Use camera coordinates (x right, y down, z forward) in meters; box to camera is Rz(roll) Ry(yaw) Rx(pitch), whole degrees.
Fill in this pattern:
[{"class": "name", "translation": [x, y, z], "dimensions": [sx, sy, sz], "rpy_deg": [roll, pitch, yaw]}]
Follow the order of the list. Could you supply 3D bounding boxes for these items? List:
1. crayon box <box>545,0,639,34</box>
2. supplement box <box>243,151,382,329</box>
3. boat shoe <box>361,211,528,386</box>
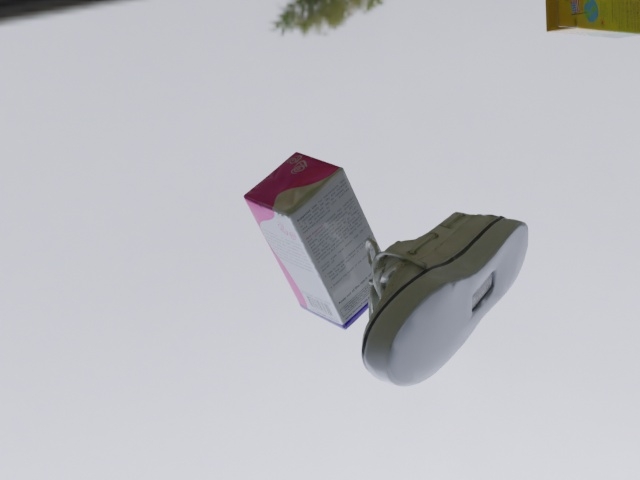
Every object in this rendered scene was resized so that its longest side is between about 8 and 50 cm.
[{"class": "crayon box", "translation": [0.570, -0.540, 2.469], "dimensions": [0.318, 0.202, 0.081], "rpy_deg": [-4, -176, -43]}, {"class": "supplement box", "translation": [0.000, 0.000, 1.648], "dimensions": [0.114, 0.220, 0.111], "rpy_deg": [-42, -142, -20]}, {"class": "boat shoe", "translation": [0.117, 0.049, 1.442], "dimensions": [0.156, 0.136, 0.367], "rpy_deg": [17, -145, 28]}]
